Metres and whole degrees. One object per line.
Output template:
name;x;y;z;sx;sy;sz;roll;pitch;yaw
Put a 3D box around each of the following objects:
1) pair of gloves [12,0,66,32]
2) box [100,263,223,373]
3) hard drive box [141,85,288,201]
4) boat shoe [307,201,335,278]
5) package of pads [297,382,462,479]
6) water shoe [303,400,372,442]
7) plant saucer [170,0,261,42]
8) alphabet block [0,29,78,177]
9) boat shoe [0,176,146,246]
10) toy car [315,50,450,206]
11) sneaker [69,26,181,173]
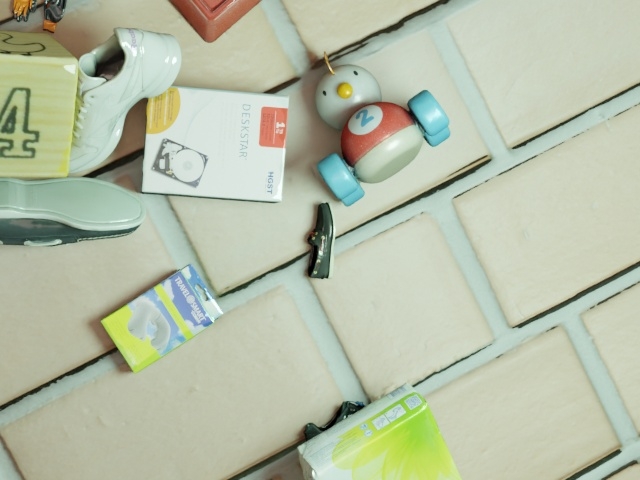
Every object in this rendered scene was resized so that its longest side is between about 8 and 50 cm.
pair of gloves;-0.466;-0.390;1.934;0.083;0.010;0.074;17;87;-9
box;-0.263;0.130;1.947;0.178;0.042;0.109;-33;95;-7
hard drive box;-0.177;-0.159;1.940;0.232;0.089;0.181;3;90;-9
boat shoe;0.001;0.000;1.986;0.042;0.049;0.133;2;94;-17
package of pads;0.112;0.409;1.931;0.229;0.101;0.297;-30;118;-8
water shoe;0.070;0.305;1.984;0.203;0.073;0.080;-26;91;-9
plant saucer;-0.171;-0.506;1.934;0.259;0.048;0.258;-40;102;1
alphabet block;-0.498;-0.213;1.791;0.197;0.192;0.194;-2;114;-29
boat shoe;-0.439;-0.040;1.899;0.302;0.091;0.114;8;44;-8
toy car;0.060;-0.217;1.934;0.219;0.210;0.238;-35;82;4
sneaker;-0.360;-0.230;1.845;0.305;0.152;0.114;-45;60;25
